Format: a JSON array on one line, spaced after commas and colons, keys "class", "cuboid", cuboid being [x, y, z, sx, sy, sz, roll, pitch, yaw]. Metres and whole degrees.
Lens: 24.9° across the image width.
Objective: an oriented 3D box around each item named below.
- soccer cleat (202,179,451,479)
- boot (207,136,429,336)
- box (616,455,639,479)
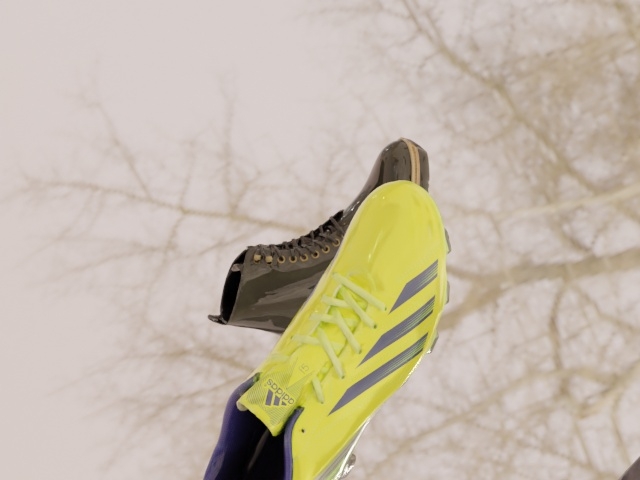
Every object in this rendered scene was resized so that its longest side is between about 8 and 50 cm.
[{"class": "soccer cleat", "cuboid": [0.001, 0.090, 1.034, 0.093, 0.289, 0.121, 37, -161, 34]}, {"class": "boot", "cuboid": [0.000, 0.000, 1.193, 0.137, 0.197, 0.077, 13, -167, -24]}, {"class": "box", "cuboid": [0.344, 0.288, 1.065, 0.183, 0.296, 0.294, 16, -140, -21]}]
